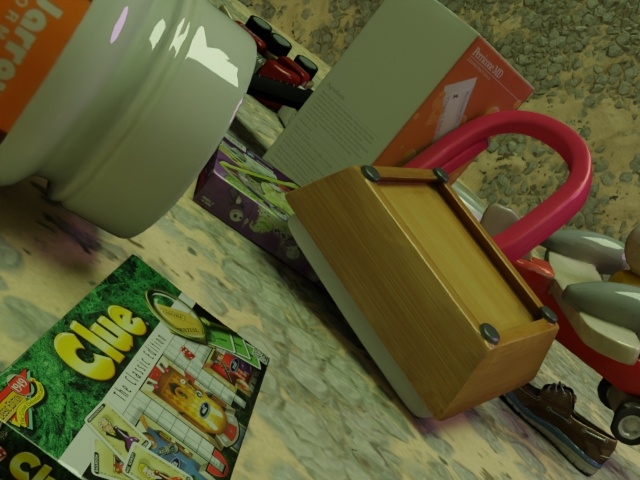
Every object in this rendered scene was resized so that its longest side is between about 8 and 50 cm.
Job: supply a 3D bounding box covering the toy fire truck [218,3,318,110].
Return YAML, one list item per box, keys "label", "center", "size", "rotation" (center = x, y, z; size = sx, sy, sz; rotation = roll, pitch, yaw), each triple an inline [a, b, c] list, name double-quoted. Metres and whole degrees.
- label: "toy fire truck"
  center: [-0.138, -0.379, 1.708]
  size: [0.217, 0.158, 0.246]
  rotation: [43, 26, 13]

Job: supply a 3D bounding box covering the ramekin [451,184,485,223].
- label: "ramekin"
  center: [0.286, -0.052, 1.819]
  size: [0.207, 0.109, 0.207]
  rotation: [37, 14, -11]

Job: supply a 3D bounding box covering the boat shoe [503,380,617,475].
- label: "boat shoe"
  center: [0.310, 0.222, 1.102]
  size: [0.183, 0.066, 0.066]
  rotation: [42, 14, 11]

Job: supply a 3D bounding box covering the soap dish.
- label: "soap dish"
  center: [0.120, 0.041, 0.920]
  size: [0.229, 0.118, 0.291]
  rotation: [-3, 53, -53]

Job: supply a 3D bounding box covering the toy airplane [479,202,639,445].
- label: "toy airplane"
  center: [0.387, 0.066, 1.171]
  size: [0.384, 0.272, 0.386]
  rotation: [24, 23, -42]

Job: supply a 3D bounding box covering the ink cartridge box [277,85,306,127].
- label: "ink cartridge box"
  center: [0.006, -0.214, 1.659]
  size: [0.140, 0.082, 0.190]
  rotation: [32, 14, -28]

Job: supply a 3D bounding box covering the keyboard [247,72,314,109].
- label: "keyboard"
  center: [-0.127, -0.259, 1.322]
  size: [0.317, 0.033, 0.201]
  rotation: [20, 3, 28]

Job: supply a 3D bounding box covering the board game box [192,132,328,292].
- label: "board game box"
  center: [0.000, 0.000, 1.043]
  size: [0.347, 0.056, 0.208]
  rotation: [36, 10, -15]

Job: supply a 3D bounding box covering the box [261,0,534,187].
- label: "box"
  center: [0.112, -0.170, 1.238]
  size: [0.168, 0.345, 0.215]
  rotation: [48, 17, 33]

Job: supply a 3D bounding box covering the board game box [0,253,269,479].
- label: "board game box"
  center: [-0.106, 0.091, 0.512]
  size: [0.136, 0.030, 0.259]
  rotation: [36, 14, -6]

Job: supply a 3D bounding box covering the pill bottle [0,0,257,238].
- label: "pill bottle"
  center: [-0.253, -0.175, 0.559]
  size: [0.392, 0.224, 0.224]
  rotation: [32, 15, -26]

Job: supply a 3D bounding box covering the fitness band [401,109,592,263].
- label: "fitness band"
  center: [0.228, -0.067, 1.122]
  size: [0.209, 0.291, 0.054]
  rotation: [42, -20, 36]
